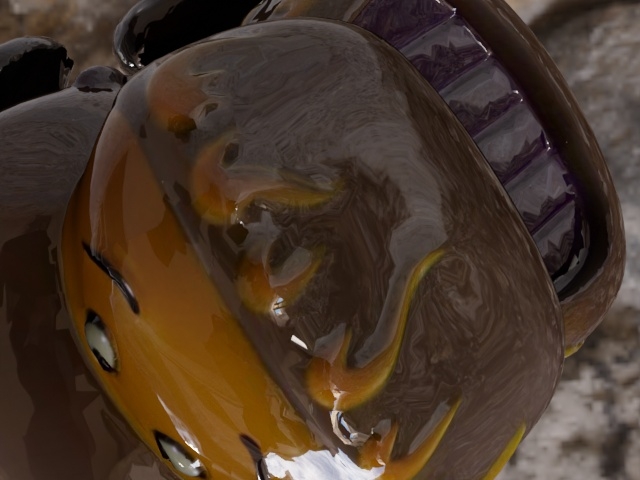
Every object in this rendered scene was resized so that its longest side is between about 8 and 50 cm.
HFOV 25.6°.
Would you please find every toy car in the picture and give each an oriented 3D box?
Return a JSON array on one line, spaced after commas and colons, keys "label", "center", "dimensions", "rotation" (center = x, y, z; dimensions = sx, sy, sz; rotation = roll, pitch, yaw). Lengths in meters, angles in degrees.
[{"label": "toy car", "center": [0.000, 0.000, 0.557], "dimensions": [0.340, 0.271, 0.240], "rotation": [-35, -175, -38]}]
